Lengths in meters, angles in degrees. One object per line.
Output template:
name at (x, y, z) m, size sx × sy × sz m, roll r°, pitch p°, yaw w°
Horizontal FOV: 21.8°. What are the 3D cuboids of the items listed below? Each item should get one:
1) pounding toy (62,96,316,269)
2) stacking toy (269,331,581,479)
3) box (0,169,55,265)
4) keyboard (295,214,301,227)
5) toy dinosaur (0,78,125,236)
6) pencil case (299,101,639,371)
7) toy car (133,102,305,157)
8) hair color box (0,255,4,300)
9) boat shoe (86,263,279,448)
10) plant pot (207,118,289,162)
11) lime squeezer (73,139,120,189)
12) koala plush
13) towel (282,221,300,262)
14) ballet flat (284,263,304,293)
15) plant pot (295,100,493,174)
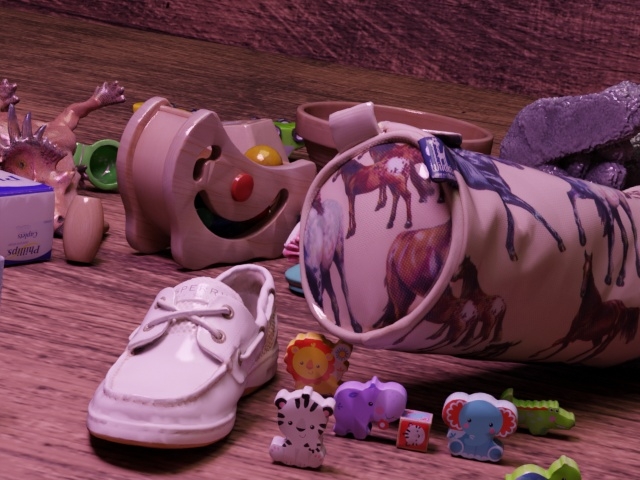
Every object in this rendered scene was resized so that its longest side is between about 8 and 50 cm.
pounding toy at (-0.145, -0.065, 1.623) m, size 0.154 × 0.154 × 0.269 m, roll 18°, pitch 15°, yaw 37°
stacking toy at (0.075, 0.121, 1.168) m, size 0.221 × 0.052 × 0.167 m, roll 10°, pitch 13°, yaw 4°
box at (-0.333, -0.026, 1.517) m, size 0.137 × 0.072 × 0.126 m, roll 18°, pitch 16°, yaw 35°
keyboard at (0.000, 0.000, 1.733) m, size 0.108 × 0.023 × 0.180 m, roll -12°, pitch 23°, yaw -41°
toy dinosaur at (-0.336, -0.096, 1.738) m, size 0.295 × 0.127 × 0.200 m, roll 9°, pitch 18°, yaw 30°
pencil case at (0.173, 0.009, 1.337) m, size 0.410 × 0.184 × 0.160 m, roll 9°, pitch -12°, yaw -44°
toy car at (-0.110, -0.133, 2.181) m, size 0.225 × 0.053 × 0.239 m, roll 1°, pitch 15°, yaw -30°
hair color box at (-0.399, 0.057, 1.015) m, size 0.185 × 0.114 × 0.374 m, roll 17°, pitch 15°, yaw 36°
boat shoe at (-0.092, 0.072, 1.176) m, size 0.098 × 0.096 × 0.277 m, roll 11°, pitch 13°, yaw 9°
plant pot at (-0.093, -0.081, 1.807) m, size 0.109 × 0.096 × 0.109 m, roll -1°, pitch 9°, yaw 20°
lime squeezer at (-0.264, -0.082, 1.891) m, size 0.310 × 0.059 × 0.110 m, roll 10°, pitch -22°, yaw 11°
koala plush at (0.354, -0.107, 2.070) m, size 0.203 × 0.196 × 0.221 m, roll 5°, pitch 12°, yaw 37°
towel at (0.073, 0.013, 1.646) m, size 0.197 × 0.029 × 0.144 m, roll 18°, pitch 24°, yaw 9°
ballet flat at (0.088, 0.026, 1.518) m, size 0.247 × 0.087 × 0.083 m, roll 12°, pitch 14°, yaw 20°
plant pot at (0.083, -0.092, 1.992) m, size 0.237 × 0.110 × 0.237 m, roll 7°, pitch 12°, yaw -1°
